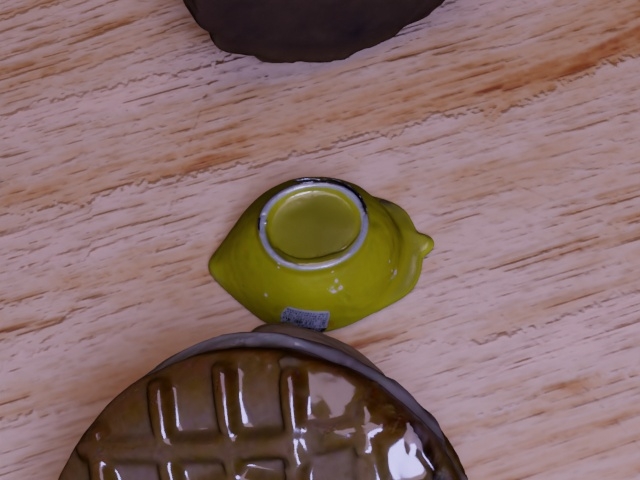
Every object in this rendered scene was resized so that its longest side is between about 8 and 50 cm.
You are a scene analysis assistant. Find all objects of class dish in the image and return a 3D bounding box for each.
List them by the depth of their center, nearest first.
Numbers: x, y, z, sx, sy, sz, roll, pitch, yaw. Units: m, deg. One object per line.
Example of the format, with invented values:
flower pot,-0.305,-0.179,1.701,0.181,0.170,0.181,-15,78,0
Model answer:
dish,0.000,0.000,0.939,0.207,0.080,0.149,-9,65,-2

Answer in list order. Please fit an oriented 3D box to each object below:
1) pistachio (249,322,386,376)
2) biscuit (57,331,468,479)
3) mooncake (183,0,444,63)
pistachio,-0.007,0.126,0.864,0.113,0.113,0.149,-40,66,-17
biscuit,-0.042,0.228,0.760,0.331,0.103,0.332,-1,87,13
mooncake,-0.002,-0.323,0.963,0.323,0.324,0.187,-21,61,-9
